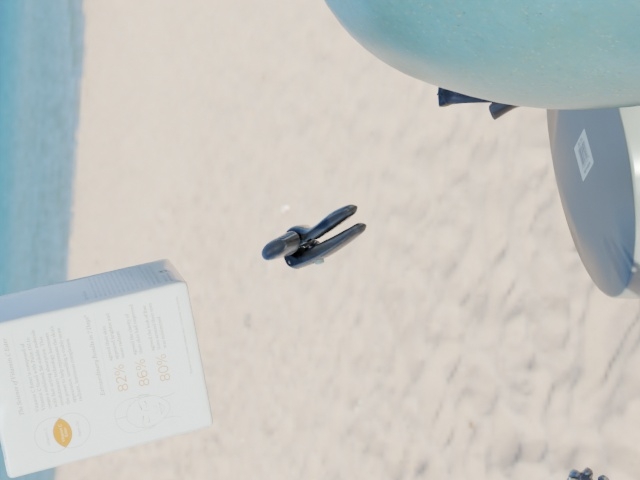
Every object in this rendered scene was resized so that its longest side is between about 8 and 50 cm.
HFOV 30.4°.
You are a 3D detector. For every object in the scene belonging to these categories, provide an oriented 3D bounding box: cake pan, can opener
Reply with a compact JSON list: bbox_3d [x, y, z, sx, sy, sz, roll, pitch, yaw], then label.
[{"bbox_3d":[0.262,-0.077,1.054,0.293,0.054,0.293,170,90,-88],"label":"cake pan"},{"bbox_3d":[0.000,0.000,1.500,0.186,0.073,0.059,-21,100,51],"label":"can opener"}]

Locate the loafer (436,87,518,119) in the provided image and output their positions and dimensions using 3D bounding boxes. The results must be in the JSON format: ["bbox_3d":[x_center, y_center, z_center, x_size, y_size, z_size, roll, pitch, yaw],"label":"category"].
[{"bbox_3d":[0.229,-0.182,1.489,0.062,0.170,0.061,-2,-73,-66],"label":"loafer"}]

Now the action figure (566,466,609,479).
[{"bbox_3d":[0.227,0.193,0.730,0.164,0.276,0.141,-23,63,23],"label":"action figure"}]

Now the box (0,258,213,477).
[{"bbox_3d":[-0.189,0.102,0.979,0.091,0.170,0.130,-143,43,-70],"label":"box"}]

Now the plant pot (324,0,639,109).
[{"bbox_3d":[0.100,-0.179,0.573,0.195,0.290,0.290,-29,57,47],"label":"plant pot"}]
